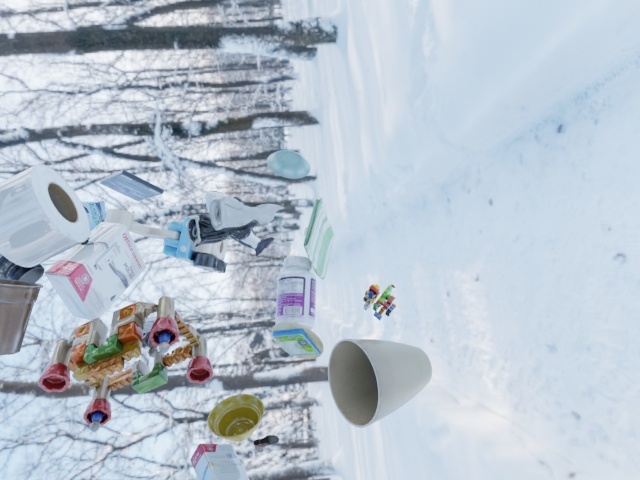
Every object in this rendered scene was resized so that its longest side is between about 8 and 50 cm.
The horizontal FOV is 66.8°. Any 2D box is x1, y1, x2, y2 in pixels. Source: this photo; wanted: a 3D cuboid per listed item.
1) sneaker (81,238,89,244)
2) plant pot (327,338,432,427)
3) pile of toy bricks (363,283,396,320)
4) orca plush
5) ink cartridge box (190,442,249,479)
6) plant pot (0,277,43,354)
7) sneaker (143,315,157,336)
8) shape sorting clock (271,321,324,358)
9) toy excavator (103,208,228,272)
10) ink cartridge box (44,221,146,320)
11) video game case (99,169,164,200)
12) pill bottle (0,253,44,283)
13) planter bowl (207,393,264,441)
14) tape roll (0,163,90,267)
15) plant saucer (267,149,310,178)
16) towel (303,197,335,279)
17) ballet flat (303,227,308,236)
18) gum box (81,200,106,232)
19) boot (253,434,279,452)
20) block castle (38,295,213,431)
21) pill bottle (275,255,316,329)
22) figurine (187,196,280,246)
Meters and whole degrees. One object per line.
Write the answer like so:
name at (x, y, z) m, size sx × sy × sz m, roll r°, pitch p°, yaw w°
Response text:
sneaker at (-0.839, -0.054, 1.594) m, size 0.208 × 0.094 × 0.081 m, roll 48°, pitch 157°, yaw 18°
plant pot at (0.206, 0.416, 1.508) m, size 0.256 × 0.273 × 0.257 m, roll 6°, pitch 97°, yaw 58°
pile of toy bricks at (0.221, 0.197, 1.699) m, size 0.118 × 0.105 × 0.212 m, roll 37°, pitch 161°, yaw 17°
orca plush at (-0.273, -0.069, 1.683) m, size 0.151 × 0.287 × 0.102 m, roll -65°, pitch -17°, yaw 12°
ink cartridge box at (-0.308, 0.719, 1.499) m, size 0.072 × 0.127 × 0.175 m, roll -58°, pitch 42°, yaw 9°
plant pot at (-0.762, 0.176, 1.142) m, size 0.167 × 0.166 × 0.165 m, roll 145°, pitch 134°, yaw -84°
sneaker at (-0.700, 0.377, 1.982) m, size 0.281 × 0.105 × 0.115 m, roll 25°, pitch -144°, yaw -62°
shape sorting clock at (-0.084, 0.371, 1.798) m, size 0.206 × 0.206 × 0.040 m, roll 91°, pitch -164°, yaw -48°
toy excavator at (-0.644, -0.013, 2.100) m, size 0.433 × 0.444 × 0.223 m, roll 70°, pitch -152°, yaw -78°
ink cartridge box at (-0.755, 0.099, 1.660) m, size 0.283 × 0.117 × 0.207 m, roll -60°, pitch -32°, yaw -45°
video game case at (-0.857, -0.244, 2.198) m, size 0.274 × 0.196 × 0.026 m, roll -4°, pitch 65°, yaw 47°
pill bottle at (-0.959, 0.043, 1.484) m, size 0.219 × 0.123 × 0.123 m, roll 42°, pitch 168°, yaw 6°
planter bowl at (-0.311, 0.692, 1.841) m, size 0.217 × 0.216 × 0.091 m, roll -105°, pitch 4°, yaw -65°
tape roll at (-0.796, -0.069, 1.362) m, size 0.246 × 0.169 × 0.246 m, roll 63°, pitch 180°, yaw 0°
plant saucer at (-0.134, -0.345, 2.115) m, size 0.038 × 0.194 × 0.195 m, roll 110°, pitch 160°, yaw -44°
towel at (0.000, 0.000, 2.100) m, size 0.325 × 0.038 × 0.248 m, roll 70°, pitch -150°, yaw -58°
ballet flat at (-0.052, -0.030, 2.331) m, size 0.057 × 0.052 × 0.168 m, roll 52°, pitch -170°, yaw 8°
gum box at (-1.011, -0.090, 2.106) m, size 0.041 × 0.184 × 0.157 m, roll -41°, pitch -52°, yaw -66°
boot at (-0.219, 0.822, 1.953) m, size 0.114 × 0.106 × 0.037 m, roll 96°, pitch 168°, yaw -50°
block castle at (-0.601, 0.399, 1.534) m, size 0.213 × 0.452 × 0.303 m, roll -109°, pitch -5°, yaw -52°
pill bottle at (-0.103, 0.227, 2.086) m, size 0.169 × 0.169 × 0.302 m, roll 98°, pitch 174°, yaw -68°
figurine at (-0.245, -0.057, 1.413) m, size 0.214 × 0.209 × 0.093 m, roll -28°, pitch 72°, yaw 43°
